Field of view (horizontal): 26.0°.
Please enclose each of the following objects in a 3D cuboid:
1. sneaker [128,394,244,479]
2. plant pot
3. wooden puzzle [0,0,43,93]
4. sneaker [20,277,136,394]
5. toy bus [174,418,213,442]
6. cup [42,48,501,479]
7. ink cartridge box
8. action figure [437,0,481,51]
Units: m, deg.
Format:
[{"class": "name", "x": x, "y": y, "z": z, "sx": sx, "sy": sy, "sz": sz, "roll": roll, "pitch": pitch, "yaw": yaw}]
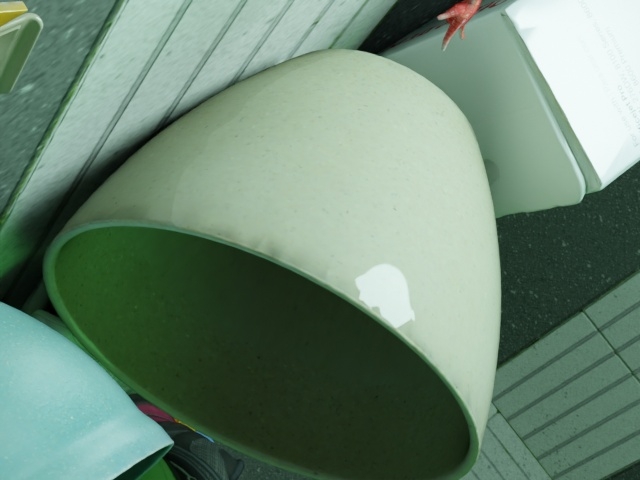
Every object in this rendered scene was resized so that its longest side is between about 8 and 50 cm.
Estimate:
[{"class": "sneaker", "x": -0.189, "y": 0.232, "z": 1.327, "sx": 0.185, "sy": 0.202, "sz": 0.483, "roll": -54, "pitch": -154, "yaw": 4}, {"class": "plant pot", "x": -0.262, "y": 0.133, "z": 0.829, "sx": 0.293, "sy": 0.196, "sz": 0.293, "roll": -37, "pitch": 174, "yaw": -4}, {"class": "wooden puzzle", "x": -0.170, "y": -0.079, "z": 0.649, "sx": 0.079, "sy": 0.014, "sz": 0.116, "roll": -25, "pitch": 167, "yaw": -44}, {"class": "sneaker", "x": -0.181, "y": 0.069, "z": 1.192, "sx": 0.305, "sy": 0.114, "sz": 0.152, "roll": -56, "pitch": 168, "yaw": -67}, {"class": "toy bus", "x": -0.231, "y": 0.246, "z": 1.777, "sx": 0.220, "sy": 0.211, "sz": 0.149, "roll": -30, "pitch": 172, "yaw": -43}, {"class": "cup", "x": 0.000, "y": 0.000, "z": 1.022, "sx": 0.237, "sy": 0.331, "sz": 0.331, "roll": -63, "pitch": -173, "yaw": -29}, {"class": "ink cartridge box", "x": 0.247, "y": -0.184, "z": 1.226, "sx": 0.395, "sy": 0.166, "sz": 0.285, "roll": -35, "pitch": -170, "yaw": -27}, {"class": "action figure", "x": 0.127, "y": -0.225, "z": 0.877, "sx": 0.280, "sy": 0.091, "sz": 0.139, "roll": -33, "pitch": 163, "yaw": -40}]
